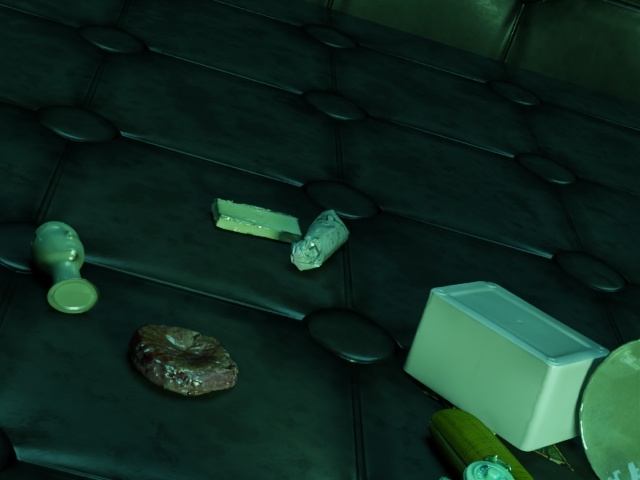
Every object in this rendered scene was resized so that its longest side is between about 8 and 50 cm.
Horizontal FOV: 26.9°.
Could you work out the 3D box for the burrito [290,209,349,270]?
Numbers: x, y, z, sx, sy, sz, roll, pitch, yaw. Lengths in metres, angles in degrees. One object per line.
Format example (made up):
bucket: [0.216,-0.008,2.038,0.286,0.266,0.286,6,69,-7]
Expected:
burrito: [0.000,-0.001,2.227,0.064,0.064,0.203,24,24,9]

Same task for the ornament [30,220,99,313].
ornament: [-0.360,0.030,1.874,0.074,0.081,0.156,11,30,-29]

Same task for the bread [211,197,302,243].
bread: [-0.106,-0.031,2.247,0.153,0.028,0.068,12,26,-18]

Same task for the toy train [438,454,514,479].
toy train: [0.211,0.358,1.585,0.203,0.112,0.163,27,32,16]

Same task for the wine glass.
wine glass: [0.580,0.244,1.944,0.267,0.267,0.406,34,23,29]

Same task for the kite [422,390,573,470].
kite: [0.268,0.261,1.937,0.241,0.014,0.183,30,27,19]

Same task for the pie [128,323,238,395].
pie: [-0.183,0.157,1.788,0.153,0.038,0.153,18,23,-8]

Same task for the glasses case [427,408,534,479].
glasses case: [0.222,0.301,1.761,0.079,0.064,0.234,10,24,-36]

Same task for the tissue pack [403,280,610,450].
tissue pack: [0.269,0.174,1.939,0.159,0.136,0.246,-5,29,-45]
